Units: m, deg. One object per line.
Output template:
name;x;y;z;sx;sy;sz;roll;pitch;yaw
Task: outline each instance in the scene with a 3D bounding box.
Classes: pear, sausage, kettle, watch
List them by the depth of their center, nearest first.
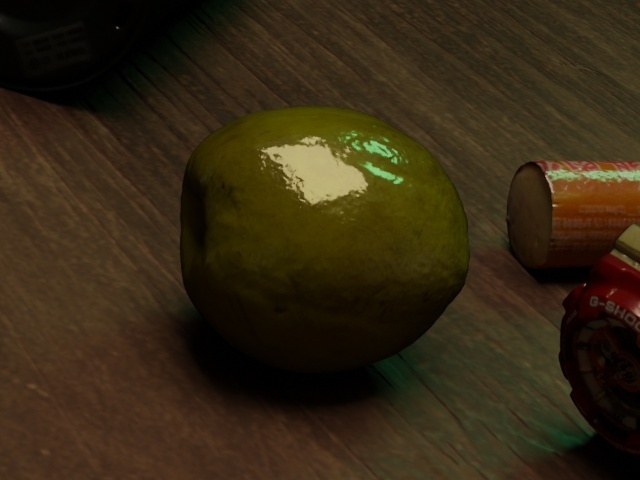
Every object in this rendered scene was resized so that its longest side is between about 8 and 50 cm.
watch;0.249;0.021;0.968;0.268;0.164;0.102;-33;46;-24
pear;0.000;0.000;0.970;0.162;0.148;0.149;10;26;-23
sausage;0.241;-0.017;1.161;0.234;0.071;0.071;-1;30;-20
kettle;-0.178;-0.233;1.344;0.203;0.262;0.308;49;28;-4
